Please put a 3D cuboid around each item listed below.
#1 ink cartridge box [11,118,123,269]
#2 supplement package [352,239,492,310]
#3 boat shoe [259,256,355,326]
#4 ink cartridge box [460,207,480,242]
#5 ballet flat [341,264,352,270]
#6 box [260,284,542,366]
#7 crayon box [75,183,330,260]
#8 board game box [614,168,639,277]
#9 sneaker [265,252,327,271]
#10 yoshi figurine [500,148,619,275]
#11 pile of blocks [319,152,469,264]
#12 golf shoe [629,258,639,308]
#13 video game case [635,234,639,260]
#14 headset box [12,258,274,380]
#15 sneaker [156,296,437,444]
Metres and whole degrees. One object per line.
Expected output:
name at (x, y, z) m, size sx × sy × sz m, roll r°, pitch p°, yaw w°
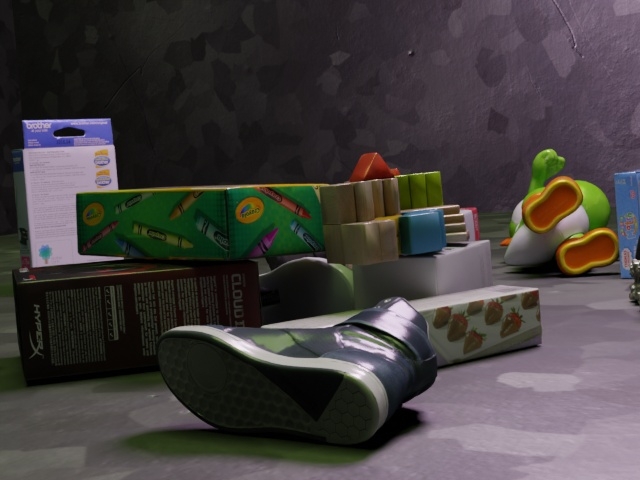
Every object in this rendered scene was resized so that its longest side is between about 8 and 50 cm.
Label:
ink cartridge box at (-0.462, -0.066, 2.125) m, size 0.186 × 0.311 × 0.065 m, roll -7°, pitch 6°, yaw -37°
supplement package at (0.122, 0.060, 1.341) m, size 0.105 × 0.105 × 0.179 m, roll -1°, pitch 6°, yaw 27°
boat shoe at (-0.013, 0.065, 1.430) m, size 0.084 × 0.095 × 0.258 m, roll -6°, pitch 3°, yaw -35°
ink cartridge box at (0.145, 0.025, 1.622) m, size 0.128 × 0.127 × 0.176 m, roll -2°, pitch 6°, yaw 19°
ballet flat at (0.049, 0.044, 1.814) m, size 0.058 × 0.084 × 0.250 m, roll -6°, pitch -1°, yaw -3°
box at (0.091, 0.096, 1.175) m, size 0.324 × 0.063 × 0.067 m, roll -7°, pitch 5°, yaw -37°
crayon box at (-0.140, -0.024, 1.363) m, size 0.278 × 0.081 × 0.165 m, roll 1°, pitch 4°, yaw 44°
board game box at (0.512, -0.033, 1.823) m, size 0.039 × 0.160 × 0.211 m, roll -3°, pitch 4°, yaw 31°
sneaker at (0.000, 0.000, 1.979) m, size 0.130 × 0.109 × 0.286 m, roll -27°, pitch -5°, yaw 28°
yoshi figurine at (0.425, -0.042, 1.969) m, size 0.203 × 0.203 × 0.362 m, roll 12°, pitch 3°, yaw 2°
pile of blocks at (0.089, -0.046, 1.320) m, size 0.149 × 0.112 × 0.362 m, roll -6°, pitch 4°, yaw 9°
golf shoe at (0.433, 0.053, 1.437) m, size 0.086 × 0.069 × 0.176 m, roll 3°, pitch 7°, yaw 9°
video game case at (0.556, 0.031, 1.372) m, size 0.248 × 0.035 × 0.275 m, roll -8°, pitch 22°, yaw -44°
headset box at (-0.203, 0.079, 1.348) m, size 0.293 × 0.110 × 0.218 m, roll -5°, pitch 4°, yaw -15°
sneaker at (-0.011, 0.100, 0.982) m, size 0.226 × 0.086 × 0.163 m, roll 10°, pitch 22°, yaw 31°
